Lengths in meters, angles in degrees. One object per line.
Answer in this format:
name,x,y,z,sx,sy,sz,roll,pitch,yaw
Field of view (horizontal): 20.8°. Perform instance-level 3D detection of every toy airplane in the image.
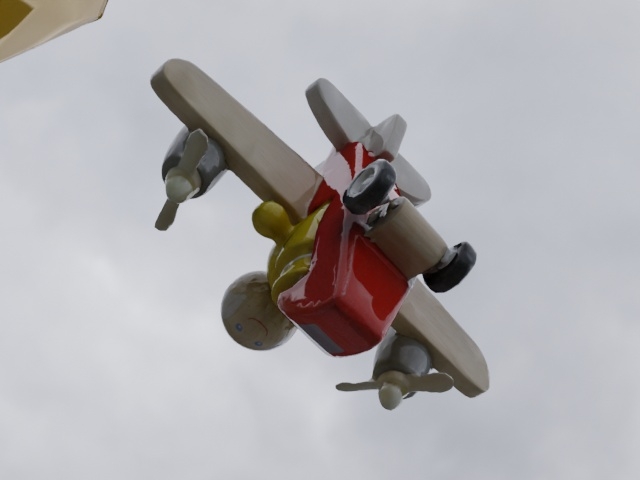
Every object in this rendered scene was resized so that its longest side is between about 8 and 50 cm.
toy airplane,0.000,0.000,1.838,0.272,0.386,0.384,-42,-26,12

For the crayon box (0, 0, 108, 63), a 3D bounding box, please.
crayon box,-0.141,-0.195,0.607,0.203,0.083,0.323,56,-27,10
